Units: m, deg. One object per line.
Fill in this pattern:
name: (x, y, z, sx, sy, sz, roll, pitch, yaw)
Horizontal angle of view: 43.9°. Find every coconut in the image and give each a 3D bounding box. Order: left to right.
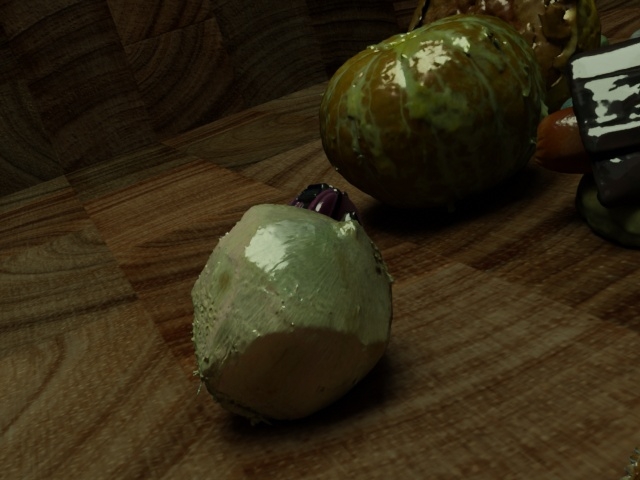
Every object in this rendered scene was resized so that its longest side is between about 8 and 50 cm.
coconut: (-0.021, 0.055, 0.706, 0.194, 0.194, 0.194, -16, 17, 5)

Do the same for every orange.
orange: (0.158, -0.176, 1.124, 0.329, 0.249, 0.329, -22, 11, 5)

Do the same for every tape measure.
tape measure: (0.000, 0.000, 0.956, 0.074, 0.118, 0.125, -1, 41, 37)

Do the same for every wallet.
wallet: (0.377, -0.140, 0.799, 0.229, 0.182, 0.049, -14, -22, 18)

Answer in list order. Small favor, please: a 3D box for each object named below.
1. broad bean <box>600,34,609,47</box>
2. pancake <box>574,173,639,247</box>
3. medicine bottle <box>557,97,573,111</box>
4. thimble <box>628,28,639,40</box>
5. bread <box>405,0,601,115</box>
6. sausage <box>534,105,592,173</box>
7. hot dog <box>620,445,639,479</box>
broad bean: (0.485, -0.348, 1.600, 0.169, 0.100, 0.228, -12, 4, -9)
pancake: (0.417, -0.070, 0.875, 0.294, 0.049, 0.294, -17, 16, 5)
medicine bottle: (0.398, -0.156, 1.071, 0.053, 0.090, 0.208, 9, 3, -21)
thimble: (0.536, -0.221, 1.047, 0.217, 0.157, 0.245, -26, 18, -18)
bread: (0.308, -0.338, 1.352, 0.204, 0.337, 0.358, 12, -9, -42)
sausage: (0.385, -0.129, 0.867, 0.300, 0.083, 0.089, -10, 1, 21)
hot dog: (0.270, 0.132, 0.356, 0.144, 0.075, 0.268, -34, 21, -35)
